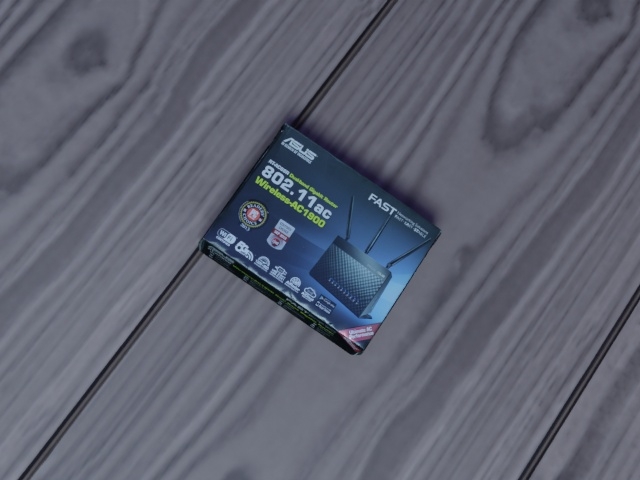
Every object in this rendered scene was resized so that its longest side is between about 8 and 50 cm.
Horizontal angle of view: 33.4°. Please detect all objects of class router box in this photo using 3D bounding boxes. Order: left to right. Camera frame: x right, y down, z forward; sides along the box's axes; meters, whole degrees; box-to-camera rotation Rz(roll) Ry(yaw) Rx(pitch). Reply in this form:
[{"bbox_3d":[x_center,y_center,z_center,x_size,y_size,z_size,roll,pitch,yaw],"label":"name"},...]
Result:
[{"bbox_3d":[0.000,0.000,0.663,0.122,0.038,0.092,34,74,-1],"label":"router box"}]
